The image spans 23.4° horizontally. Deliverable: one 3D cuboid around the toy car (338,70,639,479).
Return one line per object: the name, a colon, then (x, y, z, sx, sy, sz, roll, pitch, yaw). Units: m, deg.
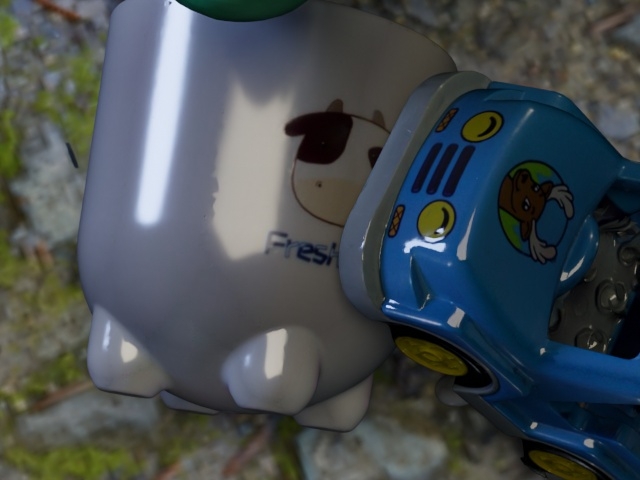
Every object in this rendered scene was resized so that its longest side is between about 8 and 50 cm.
toy car: (0.103, 0.025, 0.546, 0.191, 0.100, 0.097, 40, 66, -33)

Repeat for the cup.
cup: (-0.012, -0.001, 0.596, 0.134, 0.173, 0.142, 0, 78, 37)

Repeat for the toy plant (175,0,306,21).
toy plant: (-0.058, -0.197, 0.553, 0.400, 0.185, 0.279, 7, 47, 21)
